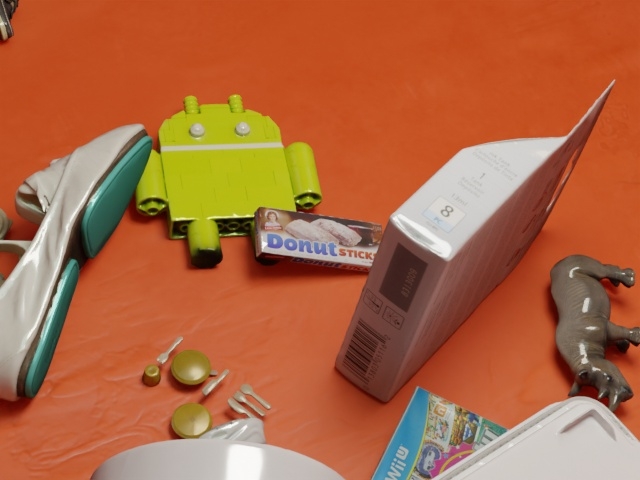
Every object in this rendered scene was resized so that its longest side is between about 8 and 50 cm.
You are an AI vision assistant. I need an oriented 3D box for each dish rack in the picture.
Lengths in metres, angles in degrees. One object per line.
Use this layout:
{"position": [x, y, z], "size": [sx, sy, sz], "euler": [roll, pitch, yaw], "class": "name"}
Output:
{"position": [0.260, 0.317, 1.454], "size": [0.333, 0.072, 0.285], "euler": [-26, 62, -30], "class": "dish rack"}

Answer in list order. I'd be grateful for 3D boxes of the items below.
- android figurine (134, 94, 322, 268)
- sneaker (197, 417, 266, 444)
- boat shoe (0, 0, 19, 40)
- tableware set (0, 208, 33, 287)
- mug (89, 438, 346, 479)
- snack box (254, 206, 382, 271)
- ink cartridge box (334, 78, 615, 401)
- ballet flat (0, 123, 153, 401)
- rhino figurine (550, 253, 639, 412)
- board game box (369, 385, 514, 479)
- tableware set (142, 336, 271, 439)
{"position": [-0.126, -0.086, 1.823], "size": [0.248, 0.056, 0.272], "euler": [-2, 55, -12], "class": "android figurine"}
{"position": [-0.151, 0.281, 1.509], "size": [0.232, 0.090, 0.115], "euler": [-20, 76, -15], "class": "sneaker"}
{"position": [-0.454, -0.346, 1.959], "size": [0.049, 0.056, 0.152], "euler": [-14, 56, -15], "class": "boat shoe"}
{"position": [-0.400, 0.030, 1.696], "size": [0.169, 0.020, 0.141], "euler": [29, 57, 8], "class": "tableware set"}
{"position": [-0.141, 0.377, 1.284], "size": [0.374, 0.276, 0.328], "euler": [26, 49, -31], "class": "mug"}
{"position": [0.000, 0.000, 1.762], "size": [0.178, 0.022, 0.064], "euler": [8, 64, -26], "class": "snack box"}
{"position": [0.187, -0.018, 1.668], "size": [0.091, 0.308, 0.385], "euler": [35, 54, 15], "class": "ink cartridge box"}
{"position": [-0.329, 0.001, 1.647], "size": [0.139, 0.139, 0.400], "euler": [19, 60, 4], "class": "ballet flat"}
{"position": [0.347, 0.117, 1.746], "size": [0.106, 0.073, 0.243], "euler": [9, 52, -10], "class": "rhino figurine"}
{"position": [0.194, 0.330, 1.533], "size": [0.303, 0.097, 0.224], "euler": [24, 51, 8], "class": "board game box"}
{"position": [-0.143, 0.190, 1.623], "size": [0.154, 0.024, 0.104], "euler": [35, 57, 15], "class": "tableware set"}
